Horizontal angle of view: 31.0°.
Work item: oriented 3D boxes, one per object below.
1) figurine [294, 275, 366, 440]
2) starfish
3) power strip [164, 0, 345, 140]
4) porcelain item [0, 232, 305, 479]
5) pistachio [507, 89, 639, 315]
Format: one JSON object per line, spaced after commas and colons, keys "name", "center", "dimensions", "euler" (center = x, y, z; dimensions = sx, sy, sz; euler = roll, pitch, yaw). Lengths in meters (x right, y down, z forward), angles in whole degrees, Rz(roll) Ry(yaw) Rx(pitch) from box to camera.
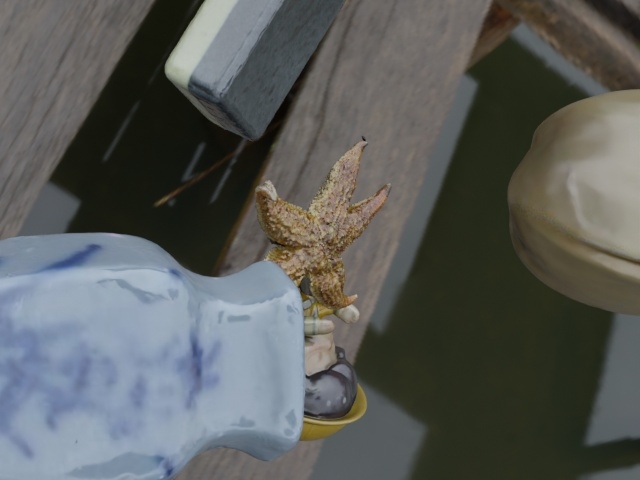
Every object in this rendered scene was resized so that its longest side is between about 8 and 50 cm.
{"name": "figurine", "center": [-0.029, 0.163, 1.675], "dimensions": [0.192, 0.167, 0.256], "euler": [-18, 104, -48]}
{"name": "starfish", "center": [0.001, 0.000, 1.271], "dimensions": [0.227, 0.043, 0.240], "euler": [-47, 141, -17]}
{"name": "power strip", "center": [-0.027, -0.215, 0.963], "dimensions": [0.070, 0.105, 0.256], "euler": [30, 84, 21]}
{"name": "porcelain item", "center": [-0.226, 0.114, 1.020], "dimensions": [0.405, 0.178, 0.242], "euler": [0, 88, -23]}
{"name": "pistachio", "center": [0.205, -0.013, 0.639], "dimensions": [0.226, 0.136, 0.135], "euler": [9, 65, -18]}
